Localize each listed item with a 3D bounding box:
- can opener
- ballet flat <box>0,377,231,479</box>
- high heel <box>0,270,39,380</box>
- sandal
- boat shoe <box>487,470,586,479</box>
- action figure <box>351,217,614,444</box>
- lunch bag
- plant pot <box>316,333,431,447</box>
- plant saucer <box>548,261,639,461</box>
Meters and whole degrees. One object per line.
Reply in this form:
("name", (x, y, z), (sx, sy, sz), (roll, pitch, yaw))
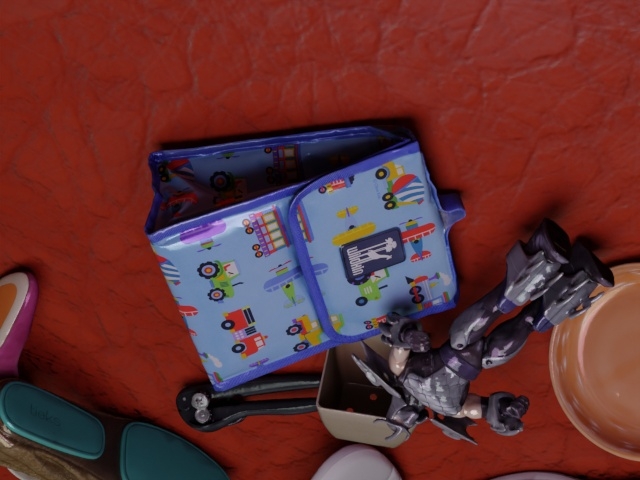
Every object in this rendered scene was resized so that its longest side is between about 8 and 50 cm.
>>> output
("can opener", (-0.077, 0.178, 1.706), (0.186, 0.073, 0.059), (-13, 88, 19))
("ballet flat", (-0.265, 0.263, 1.753), (0.342, 0.116, 0.124), (26, 136, -31))
("high heel", (-0.345, 0.129, 1.717), (0.117, 0.082, 0.244), (7, 126, -38))
("sandal", (0.027, 0.394, 1.828), (0.102, 0.169, 0.416), (33, 147, 40))
("boat shoe", (0.290, 0.341, 1.722), (0.320, 0.103, 0.118), (-1, 130, 19))
("action figure", (0.154, 0.103, 1.487), (0.185, 0.099, 0.285), (32, 112, -27))
("lunch bag", (0.000, 0.000, 1.493), (0.293, 0.138, 0.221), (-14, 129, 7))
("plant pot", (0.057, 0.166, 1.628), (0.109, 0.109, 0.096), (9, 145, 5))
("plant saucer", (0.327, 0.120, 1.502), (0.200, 0.037, 0.200), (3, 96, 31))
